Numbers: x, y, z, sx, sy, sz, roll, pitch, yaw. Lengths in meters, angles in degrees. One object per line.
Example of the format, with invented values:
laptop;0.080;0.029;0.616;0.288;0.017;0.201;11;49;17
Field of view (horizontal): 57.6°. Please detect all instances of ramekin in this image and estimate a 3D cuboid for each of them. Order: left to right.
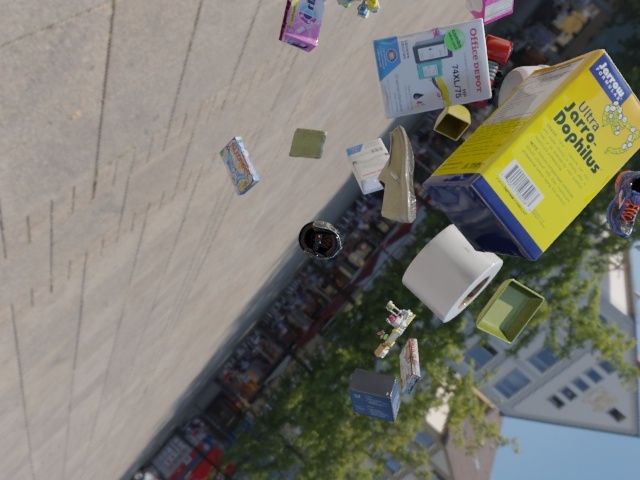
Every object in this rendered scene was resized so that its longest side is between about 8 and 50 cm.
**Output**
ramekin;0.662;-0.462;1.878;0.207;0.109;0.207;-178;-90;-79

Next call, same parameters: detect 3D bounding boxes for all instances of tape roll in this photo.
tape roll;0.381;0.094;1.687;0.246;0.169;0.246;-37;158;-18

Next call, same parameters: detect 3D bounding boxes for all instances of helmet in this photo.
helmet;0.000;0.000;2.320;0.169;0.169;0.161;-49;-166;-1

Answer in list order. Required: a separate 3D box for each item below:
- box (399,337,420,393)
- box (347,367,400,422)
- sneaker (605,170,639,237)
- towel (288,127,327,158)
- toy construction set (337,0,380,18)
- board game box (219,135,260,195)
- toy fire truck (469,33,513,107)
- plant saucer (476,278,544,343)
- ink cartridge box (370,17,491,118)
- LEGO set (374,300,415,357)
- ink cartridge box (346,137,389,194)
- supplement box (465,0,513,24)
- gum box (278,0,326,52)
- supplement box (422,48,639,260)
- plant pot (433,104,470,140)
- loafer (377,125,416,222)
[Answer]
box;0.266;0.374;1.741;0.137;0.027;0.094;-86;-170;-47
box;0.192;0.545;2.052;0.158;0.156;0.093;76;30;-41
sneaker;0.927;-0.115;1.752;0.087;0.083;0.221;149;-44;-74
towel;-0.045;-0.342;2.058;0.027;0.148;0.110;20;83;-52
toy construction set;0.136;-0.912;1.944;0.151;0.215;0.328;51;55;-66
board game box;-0.328;-0.301;2.355;0.035;0.201;0.136;-17;169;-43
toy fire truck;0.497;-0.525;1.800;0.246;0.158;0.217;-64;173;-71
plant saucer;0.594;0.219;1.854;0.188;0.188;0.045;-56;-148;10
ink cartridge box;0.281;-0.447;1.517;0.270;0.198;0.197;-11;-163;6
LEGO set;0.259;0.318;2.183;0.132;0.107;0.287;-44;166;-37
ink cartridge box;0.202;-0.290;2.281;0.148;0.203;0.086;-17;140;-2
supplement box;0.518;-0.791;1.775;0.114;0.111;0.220;-23;148;-4
gum box;-0.055;-0.683;1.790;0.062;0.107;0.188;-5;-107;66
supplement box;0.411;-0.158;1.113;0.356;0.195;0.194;-45;-166;-8
plant pot;0.398;-0.367;1.744;0.081;0.081;0.083;126;-14;-53
loafer;0.196;-0.174;1.530;0.102;0.092;0.269;41;46;-64
